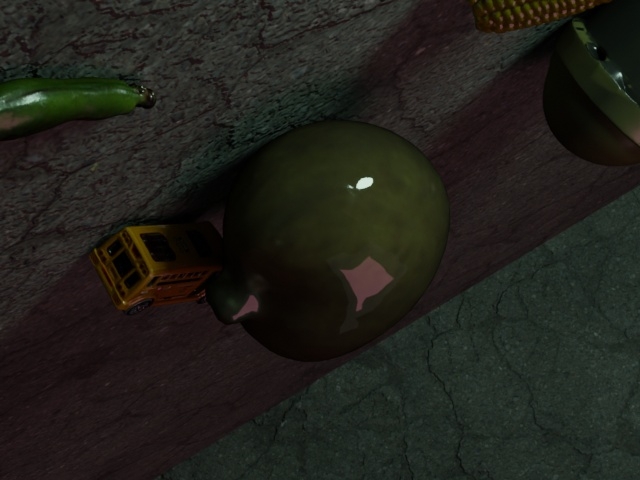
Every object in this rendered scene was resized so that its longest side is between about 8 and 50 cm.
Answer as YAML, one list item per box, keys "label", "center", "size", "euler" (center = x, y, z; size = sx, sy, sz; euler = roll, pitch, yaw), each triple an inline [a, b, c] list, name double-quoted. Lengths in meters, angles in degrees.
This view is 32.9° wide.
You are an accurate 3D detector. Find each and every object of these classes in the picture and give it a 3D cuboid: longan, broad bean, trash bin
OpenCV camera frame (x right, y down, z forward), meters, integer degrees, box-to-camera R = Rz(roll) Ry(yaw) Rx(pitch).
- label: "longan"
  center: [0.000, 0.000, 1.211]
  size: [0.300, 0.243, 0.300]
  euler: [-25, 139, -24]
- label: "broad bean"
  center: [-0.234, -0.093, 0.805]
  size: [0.297, 0.043, 0.060]
  euler: [-20, 172, -41]
- label: "trash bin"
  center: [0.425, -0.238, 1.366]
  size: [0.334, 0.214, 0.214]
  euler: [-47, 160, 26]

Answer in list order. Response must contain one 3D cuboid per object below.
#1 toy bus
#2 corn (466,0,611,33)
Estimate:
- label: "toy bus"
  center: [-0.171, 0.026, 1.267]
  size: [0.088, 0.083, 0.194]
  euler: [-39, 163, 27]
- label: "corn"
  center: [0.278, -0.275, 1.020]
  size: [0.305, 0.106, 0.106]
  euler: [-19, 173, 27]
